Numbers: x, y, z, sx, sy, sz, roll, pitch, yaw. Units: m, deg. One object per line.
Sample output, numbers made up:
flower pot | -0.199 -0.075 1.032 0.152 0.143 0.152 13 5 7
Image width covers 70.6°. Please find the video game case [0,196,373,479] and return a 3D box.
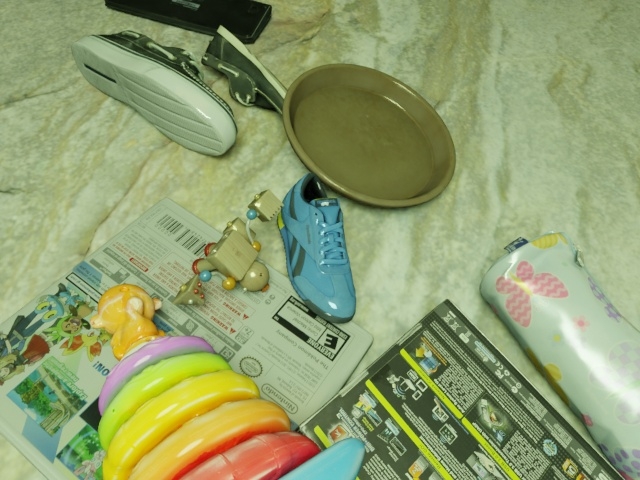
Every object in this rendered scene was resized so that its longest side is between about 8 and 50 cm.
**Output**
video game case | -0.156 0.127 0.488 0.329 0.036 0.300 33 57 14

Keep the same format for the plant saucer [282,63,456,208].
plant saucer | 0.075 -0.159 0.690 0.278 0.041 0.277 9 58 -15

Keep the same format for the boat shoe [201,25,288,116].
boat shoe | -0.111 -0.257 0.757 0.079 0.084 0.233 -46 74 9

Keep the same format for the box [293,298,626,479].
box | 0.139 0.219 0.426 0.216 0.060 0.270 -33 71 -28

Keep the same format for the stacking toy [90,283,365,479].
stacking toy | -0.124 0.142 0.382 0.175 0.165 0.302 -17 47 -36

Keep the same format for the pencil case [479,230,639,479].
pencil case | 0.302 0.119 0.504 0.124 0.113 0.273 -30 62 0

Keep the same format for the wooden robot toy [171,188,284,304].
wooden robot toy | -0.090 0.025 0.522 0.079 0.076 0.173 45 53 -19

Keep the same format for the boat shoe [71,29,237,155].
boat shoe | -0.238 -0.251 0.693 0.335 0.121 0.119 34 62 19

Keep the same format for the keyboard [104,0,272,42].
keyboard | -0.255 -0.493 0.921 0.318 0.033 0.201 17 61 4

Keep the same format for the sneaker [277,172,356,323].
sneaker | 0.000 0.000 0.549 0.069 0.082 0.209 8 43 -29
